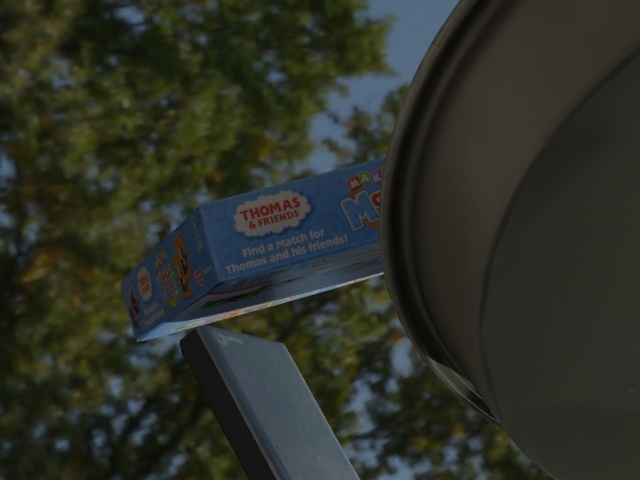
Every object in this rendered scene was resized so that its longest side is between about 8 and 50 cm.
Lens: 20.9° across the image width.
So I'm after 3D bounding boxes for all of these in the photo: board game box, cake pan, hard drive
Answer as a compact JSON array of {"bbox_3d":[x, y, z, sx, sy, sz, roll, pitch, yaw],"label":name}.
[{"bbox_3d":[0.000,0.000,0.824,0.211,0.160,0.039,145,-71,-71],"label":"board game box"},{"bbox_3d":[0.167,-0.010,0.565,0.293,0.293,0.054,-61,-153,32],"label":"cake pan"},{"bbox_3d":[-0.020,0.111,0.968,0.022,0.094,0.135,-40,-116,18],"label":"hard drive"}]
